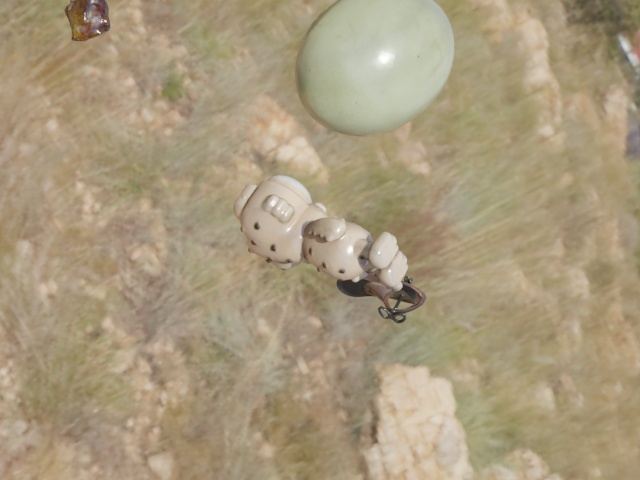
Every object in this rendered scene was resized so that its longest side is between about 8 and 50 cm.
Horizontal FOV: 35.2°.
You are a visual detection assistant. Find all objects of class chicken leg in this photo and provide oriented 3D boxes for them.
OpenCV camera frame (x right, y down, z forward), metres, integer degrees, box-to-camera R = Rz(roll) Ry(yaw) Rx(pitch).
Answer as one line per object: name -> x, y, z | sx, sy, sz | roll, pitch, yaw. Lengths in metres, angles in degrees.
chicken leg -> -0.338, -0.457, 1.581 | 0.113, 0.304, 0.093 | 23, 12, 16

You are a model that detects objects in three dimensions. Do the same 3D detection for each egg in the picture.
egg -> 0.082, -0.276, 1.552 | 0.269, 0.219, 0.219 | -33, 96, -28

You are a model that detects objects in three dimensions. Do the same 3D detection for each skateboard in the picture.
skateboard -> 0.099, 0.088, 1.683 | 0.067, 0.151, 0.080 | 84, 28, -46

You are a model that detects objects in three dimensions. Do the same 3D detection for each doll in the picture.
doll -> 0.000, -0.001, 1.463 | 0.119, 0.278, 0.154 | -56, 149, -21
